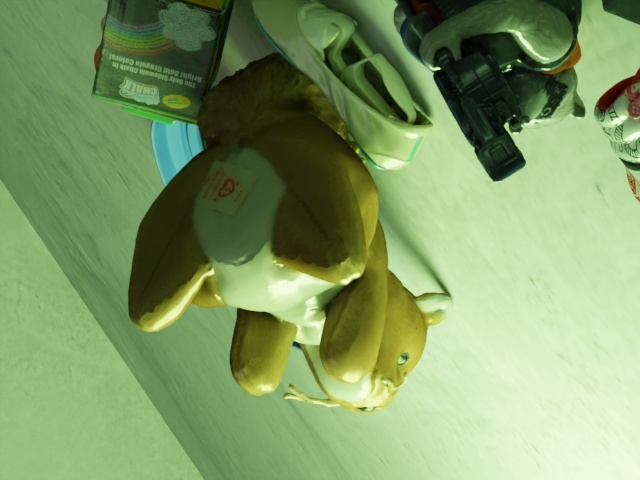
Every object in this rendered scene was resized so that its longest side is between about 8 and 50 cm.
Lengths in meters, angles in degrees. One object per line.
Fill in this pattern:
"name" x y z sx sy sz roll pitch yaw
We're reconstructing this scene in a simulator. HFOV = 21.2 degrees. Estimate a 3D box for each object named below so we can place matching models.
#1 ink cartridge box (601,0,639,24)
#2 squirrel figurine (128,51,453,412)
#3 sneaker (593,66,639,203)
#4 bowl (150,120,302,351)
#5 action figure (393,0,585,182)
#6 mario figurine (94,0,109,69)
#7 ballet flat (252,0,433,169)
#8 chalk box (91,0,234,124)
"ink cartridge box" 0.305 -0.191 1.144 0.333 0.065 0.165 30 149 48
"squirrel figurine" 0.000 0.000 1.939 0.370 0.281 0.397 40 -144 -46
"sneaker" 0.307 -0.070 1.295 0.145 0.090 0.270 58 163 -16
"bowl" -0.084 -0.027 2.306 0.391 0.077 0.391 46 158 24
"action figure" 0.144 -0.204 1.344 0.341 0.178 0.330 -109 -4 -50
"mario figurine" -0.198 -0.319 2.088 0.198 0.170 0.320 -93 2 -47
"ballet flat" 0.028 -0.187 1.799 0.248 0.086 0.086 51 160 7
"chalk box" -0.177 -0.229 1.953 0.132 0.132 0.213 16 133 -3
